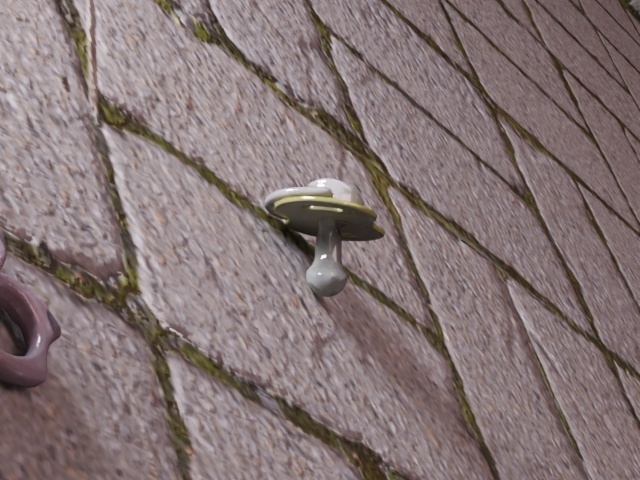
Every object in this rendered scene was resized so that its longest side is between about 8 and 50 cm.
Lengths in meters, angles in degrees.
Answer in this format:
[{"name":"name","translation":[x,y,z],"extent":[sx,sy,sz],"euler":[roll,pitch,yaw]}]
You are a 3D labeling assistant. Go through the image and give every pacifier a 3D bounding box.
[{"name":"pacifier","translation":[0.000,0.000,1.019],"extent":[0.083,0.068,0.064],"euler":[61,33,-73]}]

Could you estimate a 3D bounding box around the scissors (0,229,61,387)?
[{"name":"scissors","translation":[-0.165,0.007,0.651],"extent":[0.189,0.015,0.100],"euler":[12,43,-60]}]
